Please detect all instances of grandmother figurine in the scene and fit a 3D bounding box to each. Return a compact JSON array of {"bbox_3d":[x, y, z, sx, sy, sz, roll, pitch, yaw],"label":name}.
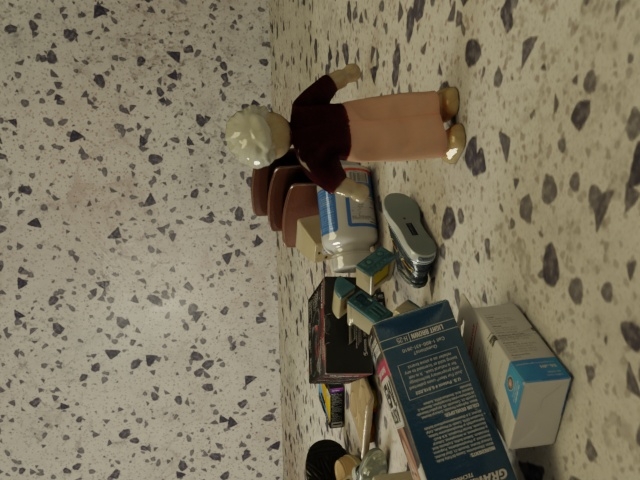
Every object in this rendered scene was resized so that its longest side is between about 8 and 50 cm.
[{"bbox_3d":[0.033,-0.153,0.994,0.104,0.342,0.207,110,154,-66],"label":"grandmother figurine"}]

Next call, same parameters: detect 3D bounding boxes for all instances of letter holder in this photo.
[{"bbox_3d":[-0.097,-0.123,2.060,0.302,0.214,0.152,100,163,-52],"label":"letter holder"}]

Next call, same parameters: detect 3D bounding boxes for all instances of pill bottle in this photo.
[{"bbox_3d":[0.060,-0.045,1.491,0.124,0.124,0.221,126,140,-74],"label":"pill bottle"}]

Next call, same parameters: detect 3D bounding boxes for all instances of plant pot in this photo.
[{"bbox_3d":[0.000,0.000,1.909,0.109,0.109,0.096,96,153,-43],"label":"plant pot"}]

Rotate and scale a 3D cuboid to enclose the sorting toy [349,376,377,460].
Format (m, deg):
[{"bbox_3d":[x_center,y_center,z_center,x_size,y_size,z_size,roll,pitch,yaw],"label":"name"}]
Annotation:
[{"bbox_3d":[0.105,0.395,1.661,0.208,0.038,0.193,-103,13,-59],"label":"sorting toy"}]

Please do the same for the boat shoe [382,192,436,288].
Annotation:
[{"bbox_3d":[0.147,-0.002,1.194,0.183,0.065,0.083,-107,18,-47],"label":"boat shoe"}]

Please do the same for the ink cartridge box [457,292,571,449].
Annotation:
[{"bbox_3d":[0.226,0.150,0.833,0.180,0.060,0.104,-111,19,-58],"label":"ink cartridge box"}]

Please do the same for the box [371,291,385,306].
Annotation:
[{"bbox_3d":[0.124,0.154,1.500,0.083,0.018,0.067,117,148,-70],"label":"box"}]

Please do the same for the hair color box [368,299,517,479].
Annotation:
[{"bbox_3d":[0.163,0.266,0.859,0.174,0.105,0.347,81,170,-72],"label":"hair color box"}]

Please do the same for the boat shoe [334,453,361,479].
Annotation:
[{"bbox_3d":[0.072,0.652,1.705,0.341,0.110,0.121,-129,37,-72],"label":"boat shoe"}]

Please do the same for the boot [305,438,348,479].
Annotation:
[{"bbox_3d":[0.027,0.775,1.936,0.260,0.131,0.348,97,164,-46],"label":"boot"}]

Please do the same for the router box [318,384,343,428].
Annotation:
[{"bbox_3d":[0.030,0.456,2.039,0.179,0.046,0.133,-123,31,-69],"label":"router box"}]

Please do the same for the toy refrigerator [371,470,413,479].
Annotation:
[{"bbox_3d":[0.140,0.549,1.331,0.269,0.102,0.094,99,163,-49],"label":"toy refrigerator"}]

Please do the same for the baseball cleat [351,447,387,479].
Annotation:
[{"bbox_3d":[0.104,0.537,1.572,0.109,0.072,0.205,-131,37,-53],"label":"baseball cleat"}]

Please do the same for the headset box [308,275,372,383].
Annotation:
[{"bbox_3d":[0.042,0.213,1.577,0.293,0.110,0.218,117,153,-71],"label":"headset box"}]

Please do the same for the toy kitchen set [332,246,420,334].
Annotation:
[{"bbox_3d":[0.141,0.101,1.284,0.207,0.166,0.122,35,140,28],"label":"toy kitchen set"}]

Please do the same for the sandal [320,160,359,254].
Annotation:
[{"bbox_3d":[0.052,-0.091,1.620,0.076,0.102,0.265,129,145,-77],"label":"sandal"}]
